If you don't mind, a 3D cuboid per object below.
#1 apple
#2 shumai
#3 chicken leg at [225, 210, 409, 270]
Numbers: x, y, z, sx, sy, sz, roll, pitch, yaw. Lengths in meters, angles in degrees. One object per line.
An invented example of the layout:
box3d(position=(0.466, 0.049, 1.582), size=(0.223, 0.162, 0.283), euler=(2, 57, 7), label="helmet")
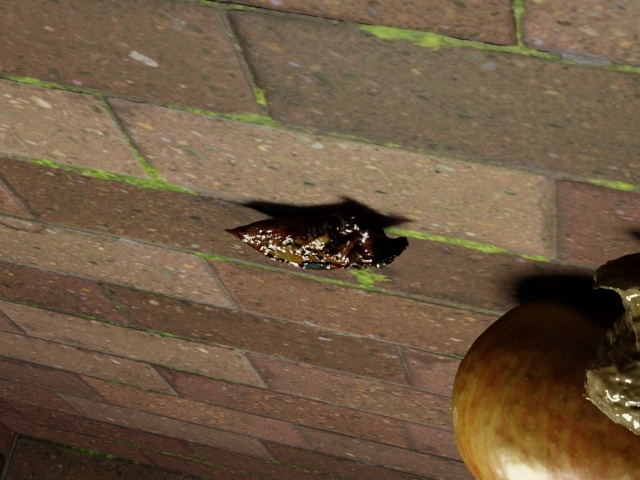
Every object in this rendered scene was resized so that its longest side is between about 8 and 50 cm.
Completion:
box3d(position=(0.314, 0.195, 1.775), size=(0.309, 0.250, 0.277), euler=(-2, 179, -4), label="apple")
box3d(position=(0.370, 0.095, 1.572), size=(0.166, 0.206, 0.176), euler=(21, 145, 32), label="shumai")
box3d(position=(0.000, 0.000, 1.754), size=(0.233, 0.063, 0.105), euler=(0, 151, 41), label="chicken leg")
